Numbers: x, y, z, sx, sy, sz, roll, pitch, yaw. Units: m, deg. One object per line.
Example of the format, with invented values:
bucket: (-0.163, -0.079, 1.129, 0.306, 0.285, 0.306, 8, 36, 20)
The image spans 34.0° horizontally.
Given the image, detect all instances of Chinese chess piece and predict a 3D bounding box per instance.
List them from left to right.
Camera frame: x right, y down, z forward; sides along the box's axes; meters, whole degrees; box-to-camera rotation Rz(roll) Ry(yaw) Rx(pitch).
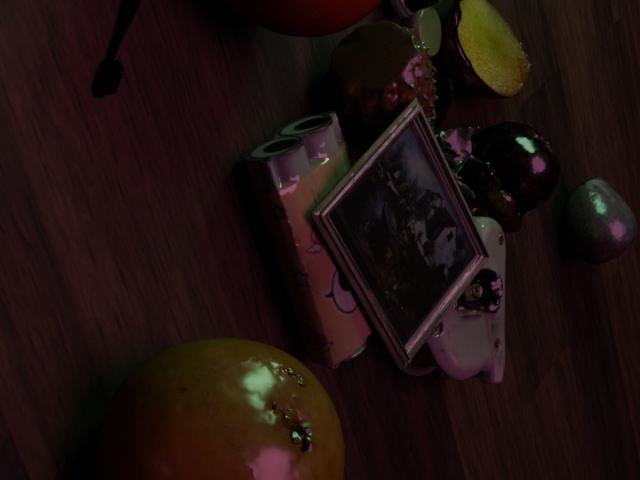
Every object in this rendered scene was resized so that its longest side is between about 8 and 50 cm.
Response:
Chinese chess piece: (0.160, -0.328, 1.649, 0.084, 0.034, 0.084, 1, 88, -56)

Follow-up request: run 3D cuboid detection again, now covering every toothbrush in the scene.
toothbrush: (-0.197, -0.275, 1.140, 0.019, 0.025, 0.276, 38, 58, -46)

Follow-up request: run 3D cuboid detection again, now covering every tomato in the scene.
tomato: (-0.023, -0.368, 1.217, 0.255, 0.224, 0.256, -20, 116, -48)

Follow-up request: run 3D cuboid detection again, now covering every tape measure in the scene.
tape measure: (0.194, 0.089, 1.581, 0.265, 0.130, 0.258, 5, 88, -54)

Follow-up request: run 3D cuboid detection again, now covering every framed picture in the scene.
framed picture: (0.121, -0.003, 1.380, 0.232, 0.019, 0.296, -49, 129, -24)

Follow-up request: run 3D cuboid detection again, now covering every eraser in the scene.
eraser: (0.000, 0.000, 1.348, 0.171, 0.087, 0.291, -43, 123, -49)

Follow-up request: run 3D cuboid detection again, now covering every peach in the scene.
peach: (0.272, -0.323, 1.781, 0.279, 0.068, 0.189, 15, 67, -52)

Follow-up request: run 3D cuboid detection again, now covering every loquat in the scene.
loquat: (-0.101, 0.225, 1.067, 0.263, 0.263, 0.263, 6, 82, -55)

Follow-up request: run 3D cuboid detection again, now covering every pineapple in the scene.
pineapple: (0.133, -0.170, 1.519, 0.364, 0.165, 0.166, 43, 53, -55)

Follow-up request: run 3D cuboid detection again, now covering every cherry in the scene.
cherry: (0.557, -0.034, 2.107, 0.176, 0.140, 0.176, 33, 40, -33)

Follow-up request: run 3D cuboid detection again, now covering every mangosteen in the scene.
mangosteen: (0.316, -0.108, 1.761, 0.172, 0.172, 0.184, -5, 118, -55)

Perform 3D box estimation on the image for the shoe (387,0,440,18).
shoe: (0.162, -0.434, 1.598, 0.091, 0.106, 0.207, 43, 48, -47)
